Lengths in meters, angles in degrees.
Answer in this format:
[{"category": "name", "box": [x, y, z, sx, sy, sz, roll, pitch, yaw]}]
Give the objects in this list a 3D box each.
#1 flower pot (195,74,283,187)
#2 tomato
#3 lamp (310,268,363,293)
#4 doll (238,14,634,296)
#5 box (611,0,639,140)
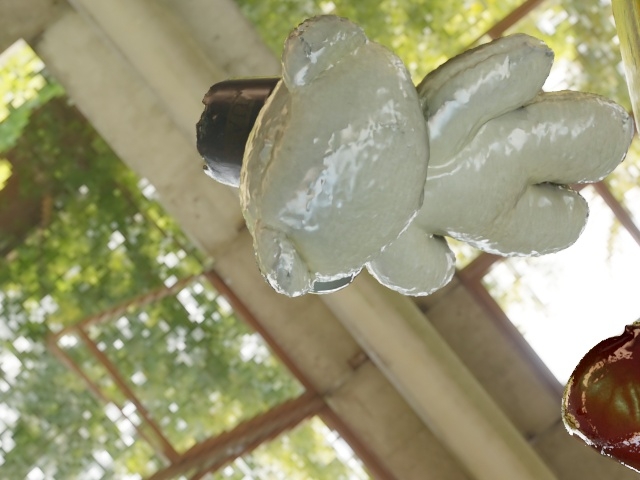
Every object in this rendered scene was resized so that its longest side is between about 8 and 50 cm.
[{"category": "flower pot", "box": [-0.068, -0.120, 1.685, 0.107, 0.157, 0.157, 9, -142, 27]}, {"category": "tomato", "box": [0.171, 0.082, 0.774, 0.075, 0.087, 0.087, -64, -170, 5]}, {"category": "lamp", "box": [0.000, 0.000, 1.462, 0.105, 0.105, 0.105, -38, -169, 9]}, {"category": "doll", "box": [0.069, -0.049, 0.977, 0.278, 0.175, 0.149, 5, -177, -31]}, {"category": "box", "box": [0.315, -0.180, 1.337, 0.084, 0.192, 0.301, -12, 172, 9]}]
